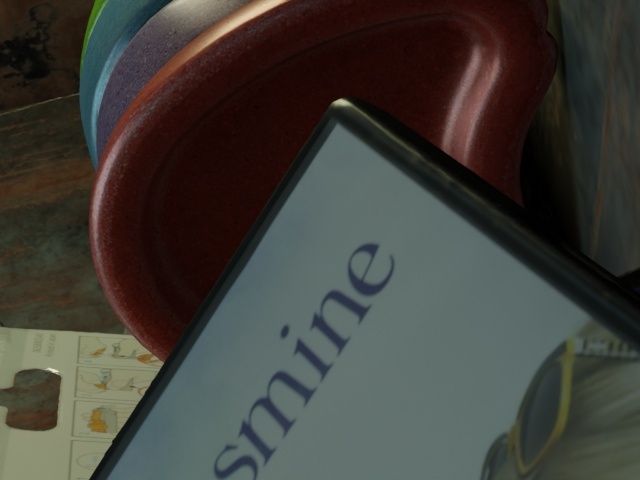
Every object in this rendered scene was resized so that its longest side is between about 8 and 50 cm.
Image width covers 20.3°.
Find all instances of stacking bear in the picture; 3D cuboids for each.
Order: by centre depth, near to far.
[{"bbox_3d":[-0.013,-0.081,0.710,0.289,0.164,0.175,-102,1,-57],"label":"stacking bear"}]

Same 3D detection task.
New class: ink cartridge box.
[{"bbox_3d":[-0.014,0.084,0.656,0.189,0.232,0.066,-117,27,-76],"label":"ink cartridge box"}]

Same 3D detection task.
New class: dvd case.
[{"bbox_3d":[0.022,0.094,0.324,0.022,0.180,0.253,27,-171,-38],"label":"dvd case"}]

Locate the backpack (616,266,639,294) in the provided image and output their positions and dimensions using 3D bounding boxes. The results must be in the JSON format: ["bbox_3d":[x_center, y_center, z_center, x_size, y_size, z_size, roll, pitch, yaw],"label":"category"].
[{"bbox_3d":[0.066,0.065,0.434,0.120,0.098,0.101,101,155,-76],"label":"backpack"}]

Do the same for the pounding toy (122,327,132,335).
[{"bbox_3d":[0.008,-0.008,0.924,0.094,0.181,0.206,43,142,12],"label":"pounding toy"}]
